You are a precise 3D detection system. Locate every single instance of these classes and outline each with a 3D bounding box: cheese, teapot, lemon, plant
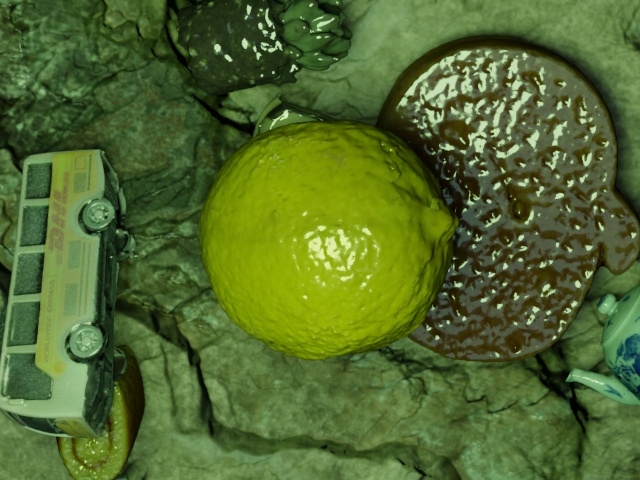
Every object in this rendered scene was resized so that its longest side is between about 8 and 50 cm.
[{"bbox_3d":[-0.048,-0.045,1.587,0.127,0.054,0.252,21,105,-3],"label":"cheese"},{"bbox_3d":[0.403,0.109,1.558,0.159,0.159,0.232,31,107,-5],"label":"teapot"},{"bbox_3d":[0.000,0.000,1.435,0.321,0.268,0.268,-11,105,36],"label":"lemon"},{"bbox_3d":[-0.061,-0.247,1.500,0.194,0.132,0.129,-14,106,11],"label":"plant"}]

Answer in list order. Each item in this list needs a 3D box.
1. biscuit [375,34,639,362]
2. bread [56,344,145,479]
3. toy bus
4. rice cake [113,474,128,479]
[{"bbox_3d":[0.220,-0.042,1.563,0.350,0.070,0.394,17,105,2],"label":"biscuit"},{"bbox_3d":[-0.274,0.213,1.598,0.103,0.172,0.132,-3,103,-3],"label":"bread"},{"bbox_3d":[-0.298,0.057,1.508,0.138,0.097,0.343,-1,65,6],"label":"toy bus"},{"bbox_3d":[-0.348,0.390,1.712,0.237,0.043,0.127,-19,101,6],"label":"rice cake"}]
